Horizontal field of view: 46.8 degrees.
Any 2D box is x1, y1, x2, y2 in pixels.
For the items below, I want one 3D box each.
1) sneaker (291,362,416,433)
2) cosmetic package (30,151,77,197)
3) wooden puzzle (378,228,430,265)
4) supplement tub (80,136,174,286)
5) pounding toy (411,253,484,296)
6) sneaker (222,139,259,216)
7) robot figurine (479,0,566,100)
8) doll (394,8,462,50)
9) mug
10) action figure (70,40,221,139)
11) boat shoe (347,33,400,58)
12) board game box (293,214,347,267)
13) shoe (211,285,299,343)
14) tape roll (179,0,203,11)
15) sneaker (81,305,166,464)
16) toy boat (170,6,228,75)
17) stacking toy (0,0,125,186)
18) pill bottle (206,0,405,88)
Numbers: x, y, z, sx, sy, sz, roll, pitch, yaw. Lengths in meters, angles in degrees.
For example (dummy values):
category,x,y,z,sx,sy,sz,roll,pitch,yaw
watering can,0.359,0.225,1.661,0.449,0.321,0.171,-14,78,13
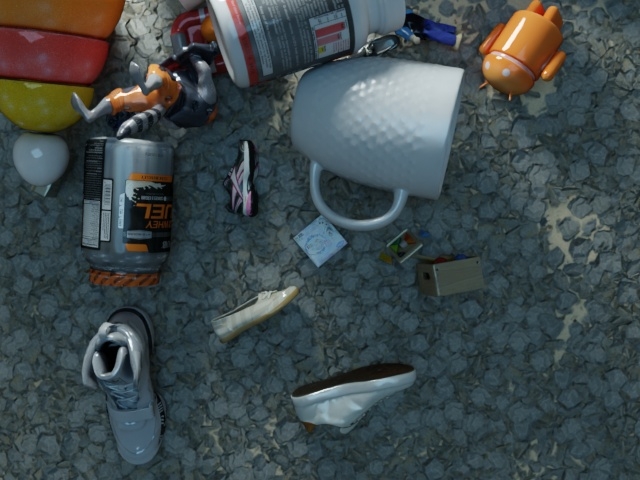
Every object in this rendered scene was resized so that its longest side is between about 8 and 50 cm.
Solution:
category,x,y,z,sx,sy,sz,roll,pitch,yaw
sneaker,0.088,0.363,1.680,0.290,0.106,0.123,-17,98,12
cosmetic package,-0.610,-0.157,1.695,0.041,0.060,0.115,29,91,2
wooden puzzle,0.188,0.012,1.678,0.116,0.078,0.014,-45,132,-3
supplement tub,-0.423,-0.064,1.624,0.194,0.193,0.315,4,95,2
pounding toy,0.271,0.065,1.652,0.130,0.141,0.100,-9,92,-12
sneaker,-0.187,-0.143,1.680,0.077,0.072,0.178,1,86,12
robot figurine,0.443,-0.411,1.619,0.158,0.128,0.219,33,93,-7
doll,0.218,-0.470,1.643,0.189,0.129,0.046,12,137,-3
mug,0.104,-0.204,1.560,0.328,0.276,0.373,12,86,10
action figure,-0.356,-0.277,1.576,0.341,0.330,0.178,-31,80,33
boat shoe,0.120,-0.434,1.673,0.125,0.038,0.046,-16,91,2
board game box,0.000,0.000,1.701,0.090,0.020,0.090,-40,90,2
shoe,-0.149,0.157,1.684,0.219,0.076,0.058,-31,96,5
tape roll,-0.287,-0.639,1.576,0.169,0.246,0.246,-34,91,2
sneaker,-0.437,0.336,1.632,0.138,0.210,0.365,-4,92,2
toy boat,-0.221,-0.453,1.626,0.231,0.151,0.150,-13,92,2
stacking toy,-0.596,-0.354,1.567,0.351,0.350,0.479,9,100,1
pill bottle,-0.028,-0.455,1.486,0.363,0.210,0.210,-19,91,-7
